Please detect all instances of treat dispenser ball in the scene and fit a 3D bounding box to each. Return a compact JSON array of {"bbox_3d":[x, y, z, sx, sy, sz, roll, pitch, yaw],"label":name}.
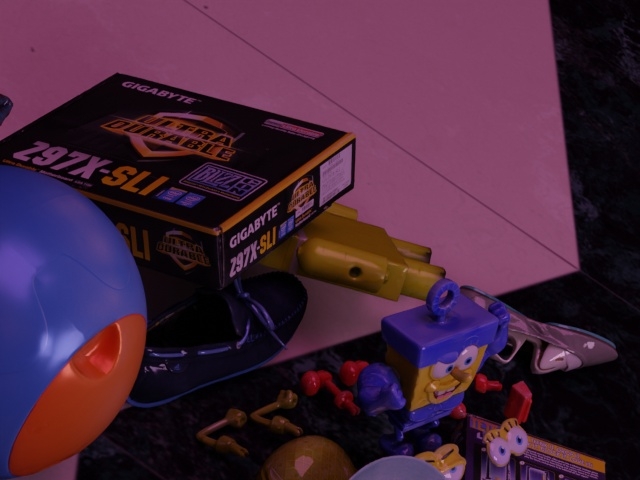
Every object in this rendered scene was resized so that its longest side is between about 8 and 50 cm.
[{"bbox_3d":[-0.301,0.075,1.729,0.288,0.288,0.288,16,42,-16],"label":"treat dispenser ball"}]

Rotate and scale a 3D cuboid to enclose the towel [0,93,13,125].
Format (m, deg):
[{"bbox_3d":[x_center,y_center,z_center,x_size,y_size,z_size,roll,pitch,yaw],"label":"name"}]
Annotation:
[{"bbox_3d":[-0.473,-0.014,1.697,0.040,0.370,0.271,59,33,-24],"label":"towel"}]

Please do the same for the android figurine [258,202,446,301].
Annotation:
[{"bbox_3d":[0.000,0.000,2.101,0.273,0.056,0.248,18,13,-10],"label":"android figurine"}]

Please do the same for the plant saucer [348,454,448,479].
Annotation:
[{"bbox_3d":[0.062,0.305,1.848,0.195,0.037,0.195,1,88,-39],"label":"plant saucer"}]

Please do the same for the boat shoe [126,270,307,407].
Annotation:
[{"bbox_3d":[-0.101,0.092,1.965,0.109,0.089,0.258,36,44,20],"label":"boat shoe"}]

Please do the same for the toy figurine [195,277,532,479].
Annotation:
[{"bbox_3d":[0.070,0.121,1.913,0.362,0.217,0.191,-15,44,-34],"label":"toy figurine"}]

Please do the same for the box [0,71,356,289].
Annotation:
[{"bbox_3d":[-0.164,-0.071,2.017,0.322,0.079,0.257,17,35,29],"label":"box"}]

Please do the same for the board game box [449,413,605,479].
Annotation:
[{"bbox_3d":[0.220,0.273,2.021,0.170,0.048,0.141,20,39,-11],"label":"board game box"}]

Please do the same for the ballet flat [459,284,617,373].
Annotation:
[{"bbox_3d":[0.238,0.119,2.186,0.213,0.072,0.068,22,69,-9],"label":"ballet flat"}]
